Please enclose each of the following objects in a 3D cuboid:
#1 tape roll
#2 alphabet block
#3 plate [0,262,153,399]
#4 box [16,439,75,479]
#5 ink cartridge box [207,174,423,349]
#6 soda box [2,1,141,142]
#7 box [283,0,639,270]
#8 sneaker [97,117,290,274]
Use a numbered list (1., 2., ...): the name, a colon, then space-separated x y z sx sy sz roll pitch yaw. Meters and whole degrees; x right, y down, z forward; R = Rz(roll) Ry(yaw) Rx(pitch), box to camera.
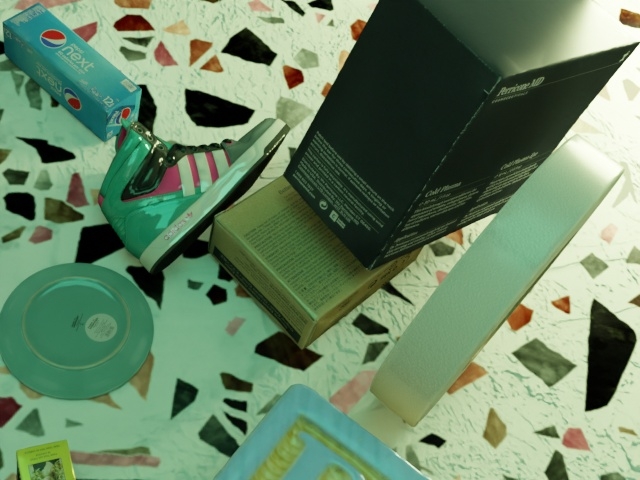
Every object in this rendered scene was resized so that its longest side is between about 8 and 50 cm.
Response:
1. tape roll: 0.204 0.051 1.103 0.072 0.392 0.392 39 57 12
2. alphabet block: -0.022 0.304 0.996 0.193 0.197 0.192 37 57 10
3. plate: -0.298 0.103 1.155 0.188 0.024 0.188 7 56 -10
4. box: -0.269 0.333 0.980 0.058 0.087 0.232 -9 60 -23
5. ink cartridge box: 0.000 0.000 1.260 0.234 0.088 0.193 -35 71 -31
6. soda box: -0.351 -0.238 1.329 0.210 0.071 0.067 41 57 12
7. box: 0.177 -0.167 1.190 0.343 0.312 0.179 -21 63 -45
8. sneaker: -0.188 -0.109 1.267 0.178 0.124 0.295 42 58 2
